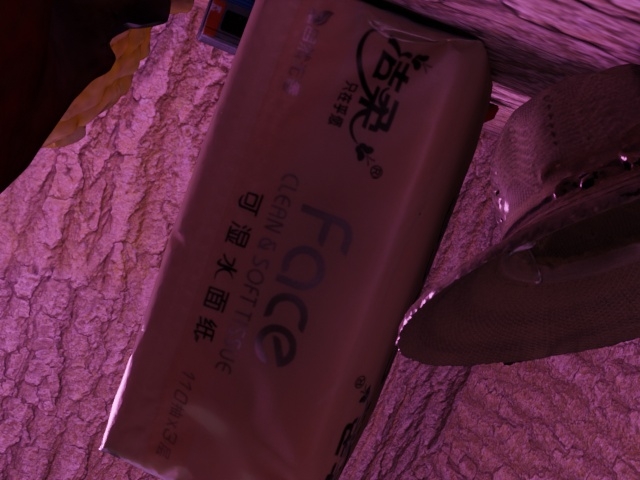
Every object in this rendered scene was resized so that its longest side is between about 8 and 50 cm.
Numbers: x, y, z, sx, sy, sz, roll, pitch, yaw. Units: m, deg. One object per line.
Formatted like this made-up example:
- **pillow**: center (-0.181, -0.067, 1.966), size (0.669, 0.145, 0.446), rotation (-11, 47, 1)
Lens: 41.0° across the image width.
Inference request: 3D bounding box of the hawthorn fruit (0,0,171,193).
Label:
- **hawthorn fruit**: center (-0.279, -0.114, 0.393), size (0.308, 0.308, 0.325), rotation (26, -159, 21)

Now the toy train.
- **toy train**: center (0.040, -0.218, 1.123), size (0.409, 0.089, 0.086), rotation (20, -175, -17)

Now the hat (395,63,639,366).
- **hat**: center (0.146, -0.027, 0.424), size (0.252, 0.252, 0.110), rotation (12, -124, -47)

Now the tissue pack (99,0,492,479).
- **tissue pack**: center (0.000, 0.000, 0.778), size (0.205, 0.405, 0.332), rotation (21, -171, 10)

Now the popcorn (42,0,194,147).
- **popcorn**: center (-0.288, -0.215, 0.816), size (0.293, 0.237, 0.293), rotation (9, -125, -13)
